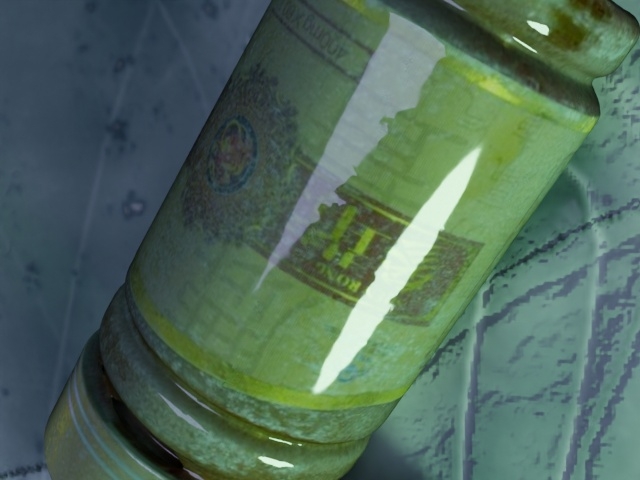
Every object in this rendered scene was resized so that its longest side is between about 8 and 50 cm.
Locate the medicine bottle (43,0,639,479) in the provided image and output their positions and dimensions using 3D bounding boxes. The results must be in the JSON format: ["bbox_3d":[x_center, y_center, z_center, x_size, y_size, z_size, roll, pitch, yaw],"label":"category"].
[{"bbox_3d":[0.000,0.000,0.449,0.151,0.151,0.323,37,111,15],"label":"medicine bottle"}]
